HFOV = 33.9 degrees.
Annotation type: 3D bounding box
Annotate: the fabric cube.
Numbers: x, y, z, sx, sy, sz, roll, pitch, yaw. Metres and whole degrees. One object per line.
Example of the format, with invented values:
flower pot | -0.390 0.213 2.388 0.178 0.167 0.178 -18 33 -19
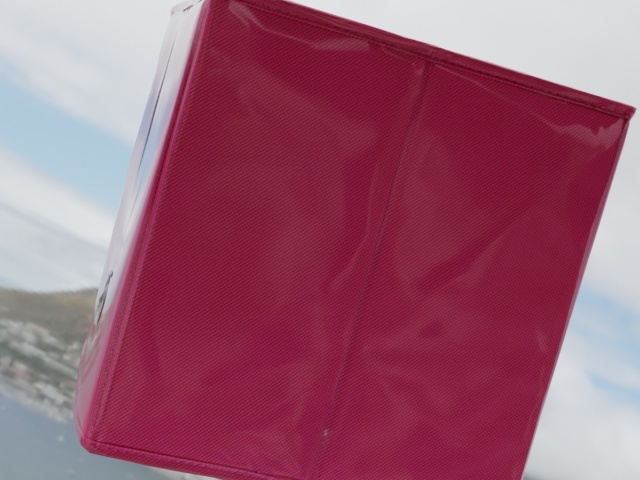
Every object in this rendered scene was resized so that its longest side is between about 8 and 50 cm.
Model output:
fabric cube | 0.000 0.000 0.680 0.259 0.258 0.254 14 7 -14
